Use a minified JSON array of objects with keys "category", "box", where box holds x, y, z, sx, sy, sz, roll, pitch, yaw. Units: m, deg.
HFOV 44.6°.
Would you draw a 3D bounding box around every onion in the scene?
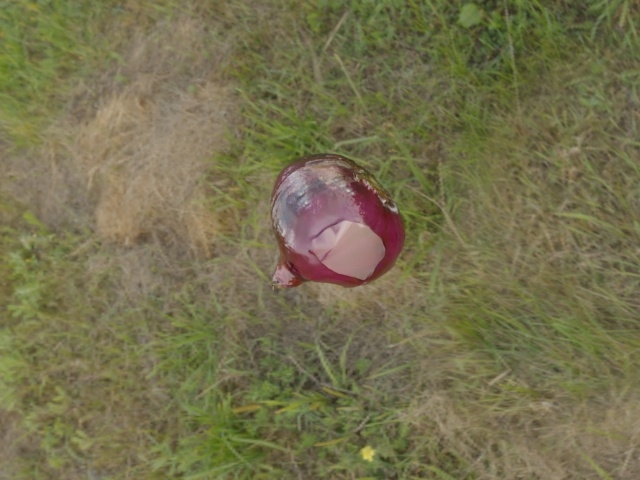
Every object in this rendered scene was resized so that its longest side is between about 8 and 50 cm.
[{"category":"onion","box":[0.000,0.000,1.057,0.218,0.195,0.140,-46,21,18]}]
